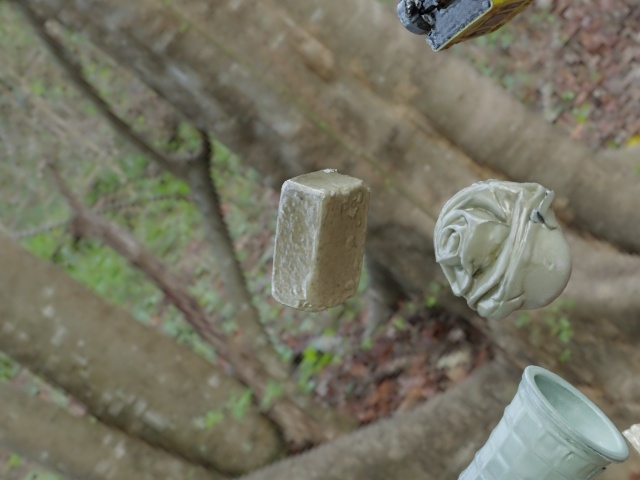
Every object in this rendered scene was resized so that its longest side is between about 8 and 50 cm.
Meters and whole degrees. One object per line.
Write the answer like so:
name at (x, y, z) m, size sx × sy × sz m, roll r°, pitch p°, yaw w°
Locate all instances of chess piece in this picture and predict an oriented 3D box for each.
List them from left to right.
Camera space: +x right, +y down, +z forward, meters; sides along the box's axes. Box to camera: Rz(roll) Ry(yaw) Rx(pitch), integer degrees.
chess piece at (0.295, 0.144, 1.210) m, size 0.092 × 0.035 × 0.035 m, roll -37°, pitch 13°, yaw 1°

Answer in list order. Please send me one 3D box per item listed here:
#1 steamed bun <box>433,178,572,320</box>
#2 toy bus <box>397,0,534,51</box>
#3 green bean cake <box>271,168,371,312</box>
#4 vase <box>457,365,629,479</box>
steamed bun at (0.249, 0.005, 2.170) m, size 0.211 × 0.144 × 0.218 m, roll -32°, pitch 64°, yaw 48°
toy bus at (0.146, -0.424, 1.923) m, size 0.151 × 0.331 × 0.145 m, roll -18°, pitch -10°, yaw -37°
green bean cake at (0.000, 0.000, 1.998) m, size 0.109 × 0.085 × 0.179 m, roll -15°, pitch -62°, yaw -50°
vase at (0.185, 0.292, 1.595) m, size 0.299 × 0.143 × 0.143 m, roll -52°, pitch 11°, yaw 16°
